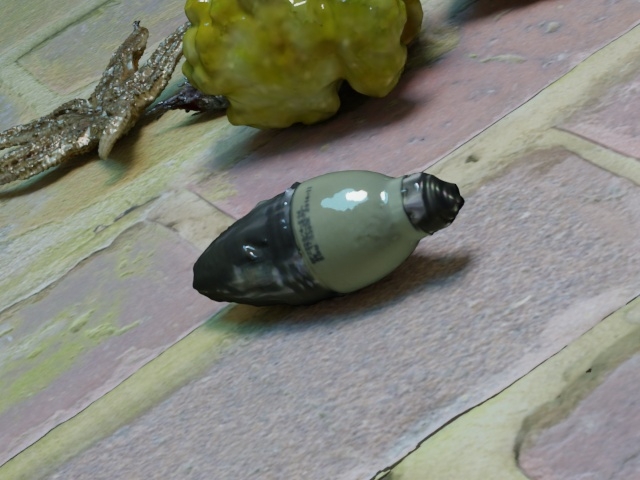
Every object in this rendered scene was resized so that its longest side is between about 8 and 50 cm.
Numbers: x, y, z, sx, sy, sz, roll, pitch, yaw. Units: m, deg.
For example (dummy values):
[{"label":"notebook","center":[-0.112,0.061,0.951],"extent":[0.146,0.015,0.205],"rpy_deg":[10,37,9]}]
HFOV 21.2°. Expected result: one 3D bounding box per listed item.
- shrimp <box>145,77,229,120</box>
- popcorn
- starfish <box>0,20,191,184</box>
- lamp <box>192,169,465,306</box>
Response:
[{"label":"shrimp","center":[-0.112,-0.167,1.833],"extent":[0.165,0.056,0.065],"rpy_deg":[-13,44,7]},{"label":"popcorn","center":[-0.008,-0.243,1.684],"extent":[0.242,0.235,0.250],"rpy_deg":[3,53,7]},{"label":"starfish","center":[-0.246,-0.152,1.925],"extent":[0.302,0.060,0.299],"rpy_deg":[-48,25,-26]},{"label":"lamp","center":[0.000,0.000,1.380],"extent":[0.250,0.101,0.101],"rpy_deg":[-21,26,31]}]
